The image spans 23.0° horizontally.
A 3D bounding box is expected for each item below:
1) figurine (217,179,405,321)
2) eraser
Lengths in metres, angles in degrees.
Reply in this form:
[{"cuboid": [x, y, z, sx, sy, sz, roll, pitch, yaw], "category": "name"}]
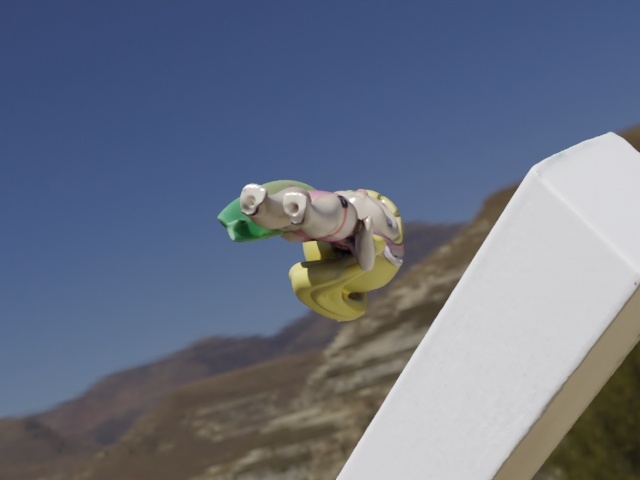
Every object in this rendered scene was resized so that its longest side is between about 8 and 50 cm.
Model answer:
[{"cuboid": [0.000, 0.000, 0.912, 0.083, 0.083, 0.187, -17, -12, 14], "category": "figurine"}, {"cuboid": [0.094, 0.081, 0.844, 0.076, 0.078, 0.298, -24, -29, -43], "category": "eraser"}]
